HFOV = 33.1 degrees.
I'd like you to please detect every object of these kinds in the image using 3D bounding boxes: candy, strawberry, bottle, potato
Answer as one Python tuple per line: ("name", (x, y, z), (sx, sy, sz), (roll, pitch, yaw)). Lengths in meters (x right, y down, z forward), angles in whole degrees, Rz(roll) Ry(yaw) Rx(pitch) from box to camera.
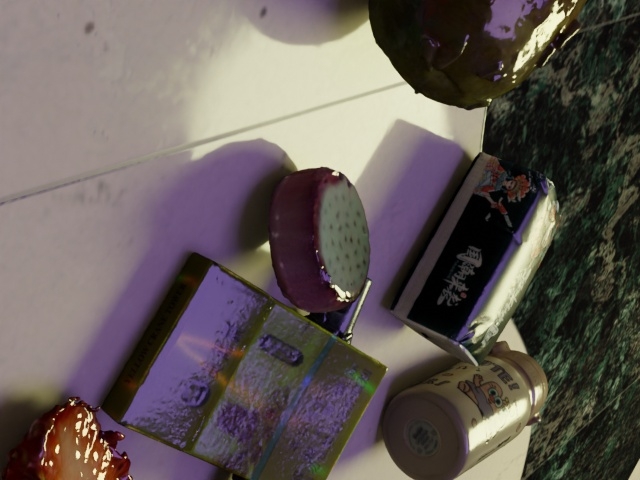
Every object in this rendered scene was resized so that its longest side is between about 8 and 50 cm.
("candy", (0.000, 0.000, 0.757), (0.103, 0.043, 0.103), (-5, 90, -65))
("strawberry", (-0.160, 0.194, 0.680), (0.167, 0.087, 0.208), (-29, 112, -71))
("bottle", (0.155, 0.164, 1.100), (0.209, 0.097, 0.110), (-16, 82, -52))
("potato", (0.135, -0.231, 0.731), (0.298, 0.141, 0.176), (-65, 158, 3))

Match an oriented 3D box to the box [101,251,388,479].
("box", (-0.046, 0.103, 0.758), (0.193, 0.030, 0.121), (35, 82, -41))

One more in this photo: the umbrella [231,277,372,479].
("umbrella", (-0.021, 0.127, 0.844), (0.066, 0.059, 0.235), (12, 101, -79))

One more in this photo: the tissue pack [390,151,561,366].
("tissue pack", (0.144, 0.019, 0.973), (0.170, 0.090, 0.103), (-59, 151, -6))
